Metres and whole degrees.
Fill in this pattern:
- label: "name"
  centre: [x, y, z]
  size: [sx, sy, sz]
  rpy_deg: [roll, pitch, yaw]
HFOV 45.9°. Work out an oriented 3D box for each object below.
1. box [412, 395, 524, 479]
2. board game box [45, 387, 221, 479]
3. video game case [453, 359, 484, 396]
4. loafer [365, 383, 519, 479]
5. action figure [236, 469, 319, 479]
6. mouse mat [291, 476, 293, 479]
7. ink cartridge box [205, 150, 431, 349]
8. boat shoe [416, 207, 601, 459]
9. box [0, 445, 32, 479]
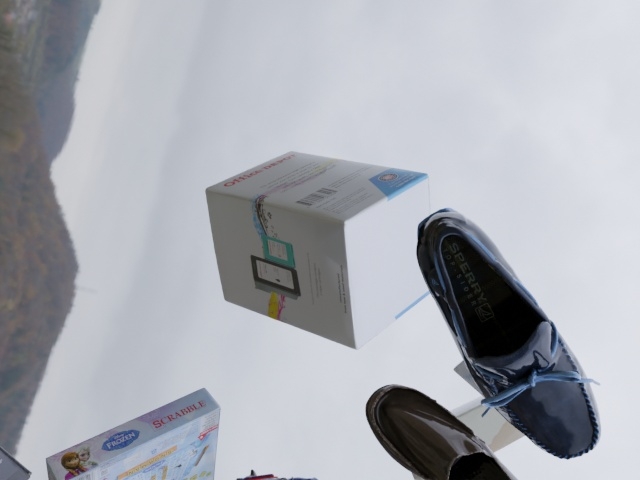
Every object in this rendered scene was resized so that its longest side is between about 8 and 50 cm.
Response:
- label: "box"
  centre: [0.367, 0.488, 1.910]
  size: [0.148, 0.311, 0.121]
  rpy_deg: [-34, -105, 58]
- label: "board game box"
  centre: [-0.349, 0.466, 1.445]
  size: [0.066, 0.319, 0.318]
  rpy_deg: [42, -44, 36]
- label: "video game case"
  centre: [0.374, 0.288, 1.601]
  size: [0.019, 0.143, 0.157]
  rpy_deg: [-44, 171, -36]
- label: "loafer"
  centre: [0.230, 0.365, 1.291]
  size: [0.134, 0.366, 0.130]
  rpy_deg: [-47, 155, -16]
- label: "action figure"
  centre: [-0.162, 0.639, 1.653]
  size: [0.330, 0.341, 0.178]
  rpy_deg: [-108, -158, -63]
- label: "mouse mat"
  centre: [-0.044, 0.447, 1.050]
  size: [0.189, 0.007, 0.152]
  rpy_deg: [-93, -173, -64]
- label: "ink cartridge box"
  centre: [0.000, 0.000, 1.123]
  size: [0.270, 0.198, 0.197]
  rpy_deg: [15, -58, 39]
- label: "boat shoe"
  centre: [0.159, 0.095, 0.670]
  size: [0.109, 0.258, 0.089]
  rpy_deg: [-39, -177, 8]
- label: "box"
  centre: [-0.520, 0.252, 0.876]
  size: [0.073, 0.293, 0.295]
  rpy_deg: [-48, -179, 3]
